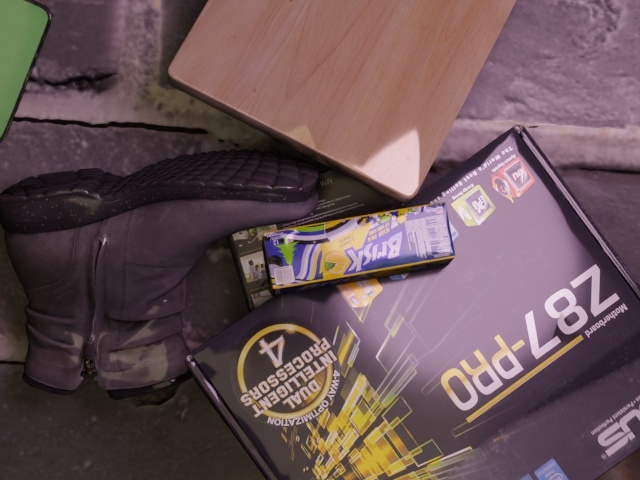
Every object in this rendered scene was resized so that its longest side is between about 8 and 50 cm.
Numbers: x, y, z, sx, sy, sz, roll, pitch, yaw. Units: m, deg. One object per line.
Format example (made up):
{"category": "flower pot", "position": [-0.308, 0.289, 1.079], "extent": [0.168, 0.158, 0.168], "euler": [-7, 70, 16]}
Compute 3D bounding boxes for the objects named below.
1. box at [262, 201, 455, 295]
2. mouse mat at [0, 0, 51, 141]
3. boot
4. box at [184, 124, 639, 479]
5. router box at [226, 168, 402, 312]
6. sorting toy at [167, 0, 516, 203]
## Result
{"category": "box", "position": [0.033, 0.008, 1.422], "extent": [0.169, 0.059, 0.054], "euler": [-9, 82, -4]}
{"category": "mouse mat", "position": [-0.382, -0.199, 1.587], "extent": [0.190, 0.007, 0.152], "euler": [23, 95, -2]}
{"category": "boot", "position": [-0.146, 0.036, 1.534], "extent": [0.338, 0.118, 0.222], "euler": [-4, 107, 20]}
{"category": "box", "position": [0.118, 0.129, 1.487], "extent": [0.395, 0.097, 0.318], "euler": [-34, 87, -8]}
{"category": "router box", "position": [0.000, 0.000, 1.573], "extent": [0.179, 0.046, 0.133], "euler": [-16, 93, 2]}
{"category": "sorting toy", "position": [0.024, -0.190, 1.506], "extent": [0.255, 0.089, 0.257], "euler": [27, 73, 2]}
